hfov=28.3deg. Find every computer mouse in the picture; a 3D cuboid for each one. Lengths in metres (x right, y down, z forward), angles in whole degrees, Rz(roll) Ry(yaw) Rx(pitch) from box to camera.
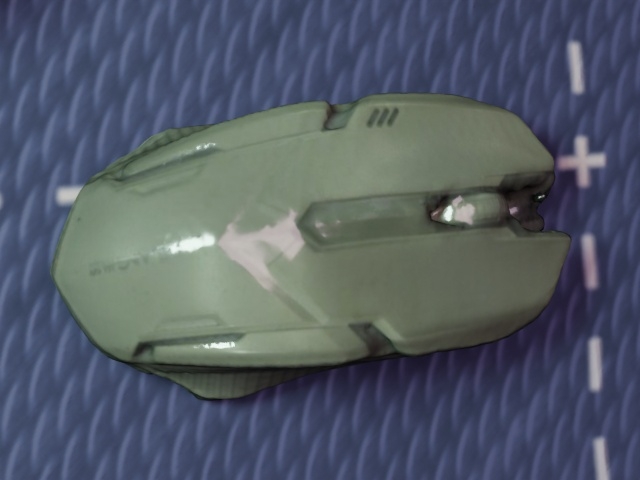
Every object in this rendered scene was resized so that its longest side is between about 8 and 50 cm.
[{"bbox_3d":[0.003,-0.001,1.013,0.429,0.145,0.228,-8,85,-13],"label":"computer mouse"}]
